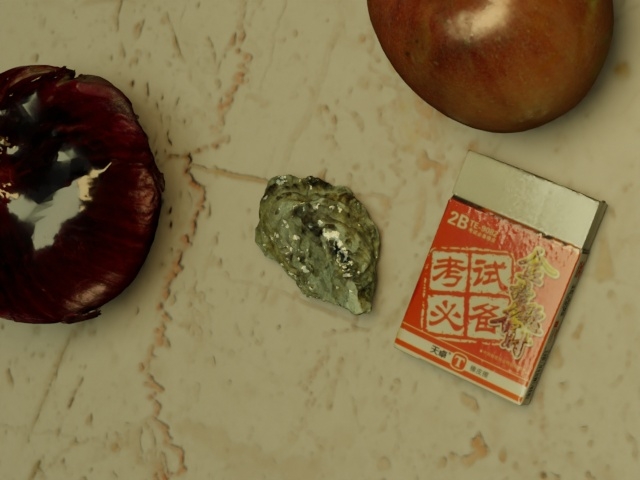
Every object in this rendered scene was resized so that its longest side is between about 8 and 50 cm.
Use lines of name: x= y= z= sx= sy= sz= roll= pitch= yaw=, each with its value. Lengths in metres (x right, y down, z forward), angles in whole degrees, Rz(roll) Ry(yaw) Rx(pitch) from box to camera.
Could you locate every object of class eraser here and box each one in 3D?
eraser: x=0.186 y=0.038 z=1.620 sx=0.157 sy=0.038 sz=0.230 roll=24 pitch=99 yaw=25

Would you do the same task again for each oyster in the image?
oyster: x=0.000 y=0.000 z=1.701 sx=0.177 sy=0.064 sz=0.125 roll=28 pitch=104 yaw=26

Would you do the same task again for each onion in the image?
onion: x=-0.325 y=-0.053 z=1.763 sx=0.314 sy=0.232 sz=0.314 roll=-2 pitch=86 yaw=25

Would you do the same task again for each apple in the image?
apple: x=0.172 y=-0.229 z=1.547 sx=0.253 sy=0.253 sz=0.253 roll=-1 pitch=88 yaw=26
